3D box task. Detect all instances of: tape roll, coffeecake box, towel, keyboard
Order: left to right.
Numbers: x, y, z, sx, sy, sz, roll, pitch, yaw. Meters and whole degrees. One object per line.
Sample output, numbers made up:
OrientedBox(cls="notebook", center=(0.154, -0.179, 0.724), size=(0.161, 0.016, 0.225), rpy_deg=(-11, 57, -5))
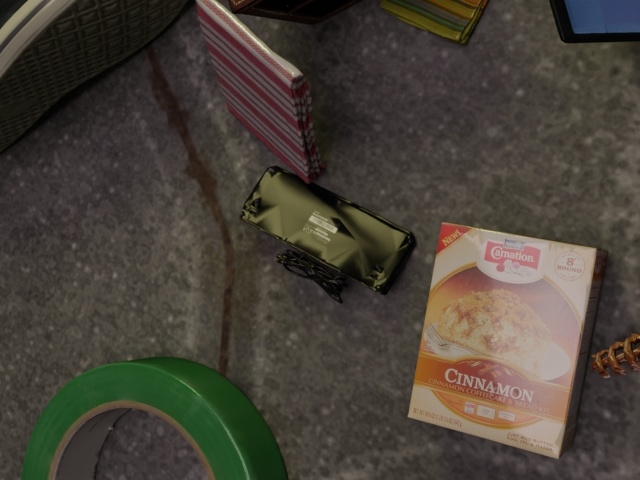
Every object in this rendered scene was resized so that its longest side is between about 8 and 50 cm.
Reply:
OrientedBox(cls="tape roll", center=(-0.190, 0.294, 0.937), size=(0.321, 0.077, 0.321), rpy_deg=(-1, 89, 25))
OrientedBox(cls="towel", center=(-0.056, -0.149, 0.831), size=(0.029, 0.197, 0.144), rpy_deg=(-41, 69, -14))
OrientedBox(cls="keyboard", center=(0.000, 0.000, 0.886), size=(0.192, 0.038, 0.100), rpy_deg=(28, 77, 25))
OrientedBox(cls="towel", center=(0.150, -0.319, 0.823), size=(0.102, 0.021, 0.237), rpy_deg=(30, 101, 23))
OrientedBox(cls="coffeecake box", center=(0.172, 0.086, 0.772), size=(0.142, 0.068, 0.185), rpy_deg=(11, 92, 27))

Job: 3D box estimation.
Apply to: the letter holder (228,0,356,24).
OrientedBox(cls="letter holder", center=(-0.010, -0.394, 0.795), size=(0.214, 0.152, 0.302), rpy_deg=(-21, 88, 31))

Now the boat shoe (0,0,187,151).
OrientedBox(cls="boat shoe", center=(-0.337, -0.250, 0.970), size=(0.500, 0.187, 0.156), rpy_deg=(-29, 82, 28))

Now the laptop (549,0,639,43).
OrientedBox(cls="laptop", center=(0.292, -0.287, 0.632), size=(0.264, 0.136, 0.234), rpy_deg=(-17, 82, 25))

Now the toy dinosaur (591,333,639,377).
OrientedBox(cls="toy dinosaur", center=(0.393, 0.104, 0.648), size=(0.322, 0.164, 0.218), rpy_deg=(-11, 68, 43))
